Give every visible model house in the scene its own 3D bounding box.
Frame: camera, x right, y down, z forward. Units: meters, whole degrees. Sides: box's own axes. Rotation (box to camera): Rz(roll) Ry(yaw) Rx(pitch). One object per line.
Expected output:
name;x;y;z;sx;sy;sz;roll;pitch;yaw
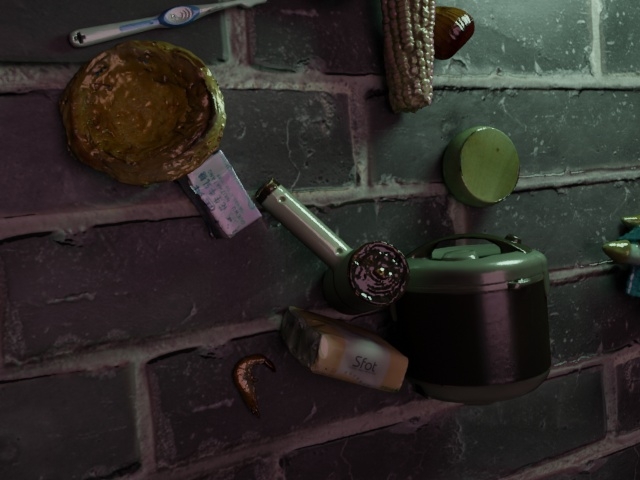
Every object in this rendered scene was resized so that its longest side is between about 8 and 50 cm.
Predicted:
model house;0.868;0.054;1.779;0.325;0.194;0.267;15;88;-13

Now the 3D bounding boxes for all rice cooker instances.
rice cooker;0.312;0.147;1.406;0.335;0.335;0.325;-10;96;-27

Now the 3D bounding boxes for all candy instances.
candy;-0.196;-0.084;1.265;0.092;0.073;0.160;-38;107;-26

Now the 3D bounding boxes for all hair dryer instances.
hair dryer;0.000;0.000;1.326;0.362;0.203;0.128;42;73;-2

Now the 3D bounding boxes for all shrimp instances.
shrimp;-0.126;0.293;1.340;0.091;0.025;0.127;-14;95;-27

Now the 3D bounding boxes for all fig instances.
fig;0.261;-0.465;1.486;0.119;0.153;0.119;-51;150;-45

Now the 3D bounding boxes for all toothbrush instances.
toothbrush;-0.272;-0.413;1.233;0.386;0.040;0.040;-22;102;-24

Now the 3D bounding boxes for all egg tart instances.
egg tart;-0.307;-0.213;1.167;0.291;0.107;0.290;0;78;1

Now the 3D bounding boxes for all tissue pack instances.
tissue pack;0.043;0.216;1.336;0.222;0.186;0.090;22;95;-27

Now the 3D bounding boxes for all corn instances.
corn;0.183;-0.439;1.416;0.127;0.127;0.335;-6;103;-27

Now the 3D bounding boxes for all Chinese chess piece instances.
Chinese chess piece;0.373;-0.171;1.551;0.189;0.083;0.188;0;90;-24

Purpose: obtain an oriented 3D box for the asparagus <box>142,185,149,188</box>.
asparagus;-0.291;-0.178;1.230;0.045;0.041;0.178;21;83;-25
